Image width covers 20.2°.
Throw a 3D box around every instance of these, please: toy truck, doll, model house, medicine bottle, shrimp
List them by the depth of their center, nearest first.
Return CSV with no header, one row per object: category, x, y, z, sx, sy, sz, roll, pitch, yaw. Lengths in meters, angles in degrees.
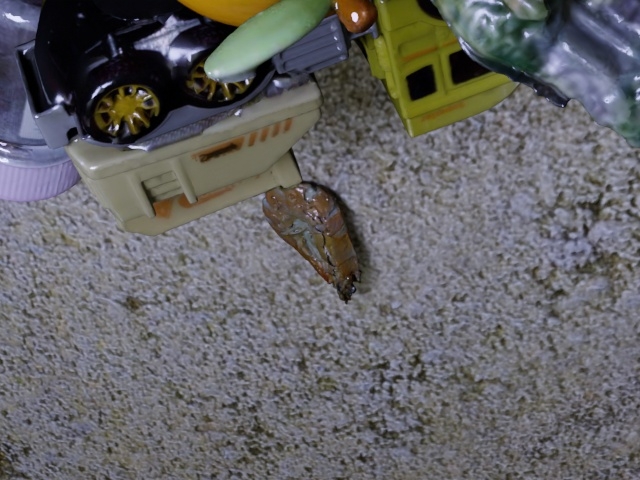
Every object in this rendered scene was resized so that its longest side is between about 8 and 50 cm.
doll,-0.021,-0.217,1.216,0.213,0.236,0.213,-20,155,-10
model house,0.243,-0.253,1.237,0.321,0.261,0.266,34,146,-8
toy truck,-0.028,-0.153,1.438,0.405,0.181,0.254,-21,139,-3
medicine bottle,-0.258,-0.169,1.610,0.165,0.165,0.273,16,145,-7
shrimp,0.000,0.000,1.881,0.091,0.043,0.184,-4,136,32
